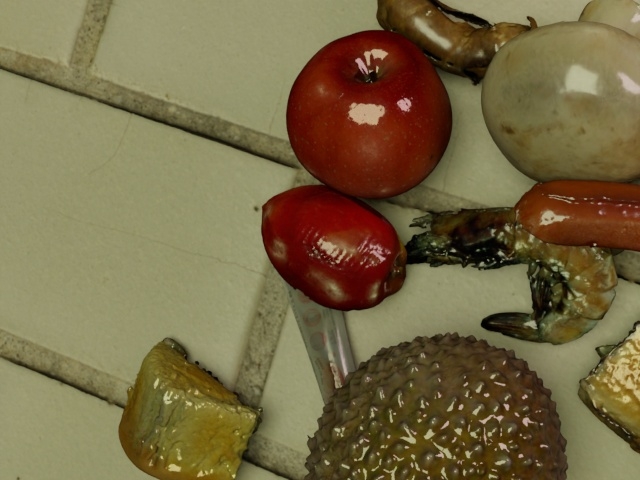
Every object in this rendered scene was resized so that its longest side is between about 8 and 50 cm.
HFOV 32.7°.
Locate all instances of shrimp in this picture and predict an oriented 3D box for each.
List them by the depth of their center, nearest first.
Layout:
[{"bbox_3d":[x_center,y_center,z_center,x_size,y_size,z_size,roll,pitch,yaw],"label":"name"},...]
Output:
[{"bbox_3d":[0.284,0.060,1.708,0.365,0.071,0.233,-4,105,31],"label":"shrimp"}]

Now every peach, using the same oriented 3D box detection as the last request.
[{"bbox_3d":[0.003,-0.003,1.744,0.267,0.159,0.154,39,143,18],"label":"peach"}]

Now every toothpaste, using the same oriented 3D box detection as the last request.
[{"bbox_3d":[0.012,0.174,1.811,0.100,0.066,0.323,-19,78,11],"label":"toothpaste"}]

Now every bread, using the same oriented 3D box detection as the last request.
[{"bbox_3d":[-0.244,0.312,1.835,0.262,0.163,0.204,30,108,30],"label":"bread"}]

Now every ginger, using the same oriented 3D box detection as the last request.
[{"bbox_3d":[0.200,-0.342,1.747,0.309,0.107,0.133,28,110,20],"label":"ginger"}]

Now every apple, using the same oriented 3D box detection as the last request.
[{"bbox_3d":[0.079,-0.200,1.698,0.261,0.216,0.260,-3,52,4],"label":"apple"}]

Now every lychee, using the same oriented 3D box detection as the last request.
[{"bbox_3d":[0.171,0.330,1.593,0.380,0.432,0.380,16,114,41],"label":"lychee"}]

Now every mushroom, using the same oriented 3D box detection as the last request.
[{"bbox_3d":[0.389,-0.228,1.613,0.298,0.297,0.290,8,62,17],"label":"mushroom"}]

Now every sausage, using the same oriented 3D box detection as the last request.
[{"bbox_3d":[0.443,-0.034,1.560,0.331,0.102,0.102,6,90,-1],"label":"sausage"}]

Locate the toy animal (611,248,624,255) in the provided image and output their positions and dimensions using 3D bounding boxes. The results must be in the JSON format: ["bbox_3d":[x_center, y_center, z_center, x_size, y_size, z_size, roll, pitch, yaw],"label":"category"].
[{"bbox_3d":[0.515,-0.059,1.657,0.186,0.094,0.214,17,94,7],"label":"toy animal"}]

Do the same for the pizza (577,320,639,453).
[{"bbox_3d":[0.588,0.218,1.626,0.392,0.080,0.434,-19,82,15],"label":"pizza"}]
